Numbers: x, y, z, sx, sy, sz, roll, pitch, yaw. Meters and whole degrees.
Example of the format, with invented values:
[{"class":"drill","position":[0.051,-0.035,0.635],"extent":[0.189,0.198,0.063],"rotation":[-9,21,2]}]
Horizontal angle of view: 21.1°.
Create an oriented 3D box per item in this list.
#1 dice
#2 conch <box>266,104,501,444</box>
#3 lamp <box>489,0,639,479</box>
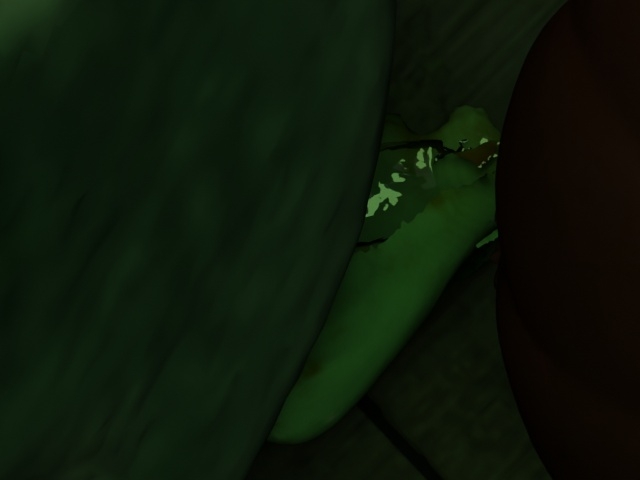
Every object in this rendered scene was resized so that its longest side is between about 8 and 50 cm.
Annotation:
[{"class":"dice","position":[-0.196,-0.053,0.461],"extent":[0.328,0.330,0.348],"rotation":[25,83,29]},{"class":"conch","position":[0.000,0.000,0.602],"extent":[0.170,0.079,0.106],"rotation":[-38,86,-17]},{"class":"lamp","position":[0.199,-0.002,0.481],"extent":[0.303,0.257,0.303],"rotation":[0,120,0]}]
